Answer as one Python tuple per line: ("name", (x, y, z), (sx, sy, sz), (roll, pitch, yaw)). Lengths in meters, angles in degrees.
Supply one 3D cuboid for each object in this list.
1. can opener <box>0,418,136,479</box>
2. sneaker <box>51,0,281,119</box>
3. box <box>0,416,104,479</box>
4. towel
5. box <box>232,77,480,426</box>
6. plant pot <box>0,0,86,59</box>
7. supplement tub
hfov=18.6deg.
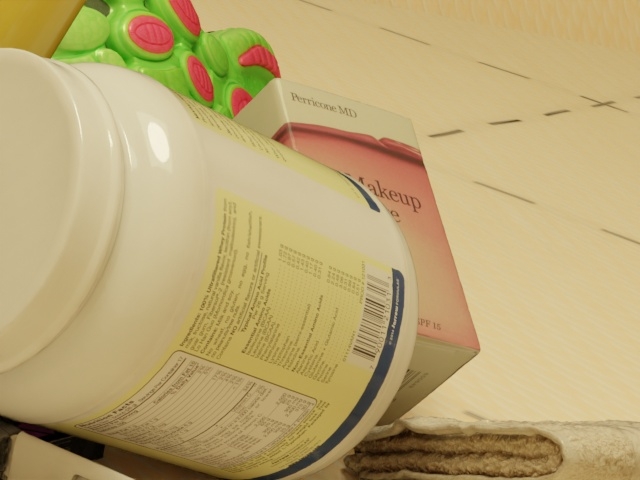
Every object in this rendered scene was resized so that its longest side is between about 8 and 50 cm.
("can opener", (-0.227, 0.146, 1.202), (0.283, 0.076, 0.095), (19, 17, 21))
("sneaker", (-0.176, -0.121, 1.687), (0.202, 0.185, 0.483), (-14, -13, 15))
("box", (-0.245, 0.119, 1.356), (0.162, 0.029, 0.116), (21, 18, 31))
("towel", (0.156, 0.147, 1.372), (0.187, 0.049, 0.282), (2, -5, -31))
("box", (0.008, 0.011, 1.529), (0.148, 0.127, 0.232), (14, 48, -36))
("plant pot", (-0.289, -0.162, 1.363), (0.254, 0.239, 0.254), (42, 5, -4))
("supplement tub", (-0.114, 0.022, 1.284), (0.235, 0.235, 0.325), (29, 3, 42))
